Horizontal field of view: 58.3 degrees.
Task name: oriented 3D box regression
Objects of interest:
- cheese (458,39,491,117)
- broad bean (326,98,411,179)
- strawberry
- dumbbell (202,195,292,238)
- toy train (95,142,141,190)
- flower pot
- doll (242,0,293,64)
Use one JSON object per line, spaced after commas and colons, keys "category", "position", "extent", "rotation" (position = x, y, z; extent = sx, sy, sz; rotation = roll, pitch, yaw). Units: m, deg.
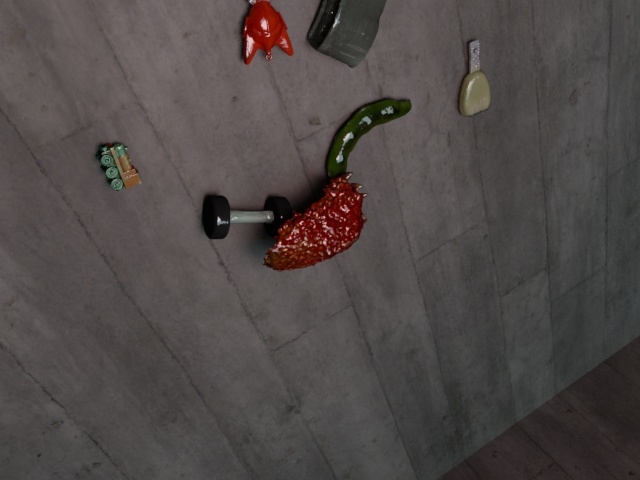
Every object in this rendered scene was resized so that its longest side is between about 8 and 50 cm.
{"category": "cheese", "position": [0.398, -0.418, 1.479], "extent": [0.097, 0.037, 0.192], "rotation": [-23, 126, -18]}
{"category": "broad bean", "position": [0.102, -0.246, 1.406], "extent": [0.144, 0.049, 0.292], "rotation": [24, 105, -44]}
{"category": "strawberry", "position": [0.000, 0.000, 1.352], "extent": [0.306, 0.137, 0.233], "rotation": [-47, 166, -32]}
{"category": "dumbbell", "position": [-0.167, -0.054, 1.323], "extent": [0.191, 0.100, 0.100], "rotation": [-2, 117, -29]}
{"category": "toy train", "position": [-0.410, -0.151, 1.166], "extent": [0.064, 0.044, 0.103], "rotation": [-26, 129, -19]}
{"category": "flower pot", "position": [0.066, -0.492, 1.206], "extent": [0.108, 0.103, 0.229], "rotation": [12, 111, -34]}
{"category": "doll", "position": [-0.115, -0.448, 1.155], "extent": [0.109, 0.057, 0.169], "rotation": [-17, 125, -18]}
